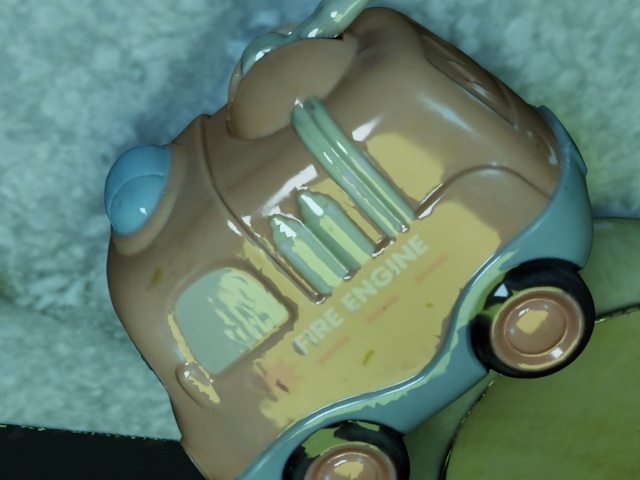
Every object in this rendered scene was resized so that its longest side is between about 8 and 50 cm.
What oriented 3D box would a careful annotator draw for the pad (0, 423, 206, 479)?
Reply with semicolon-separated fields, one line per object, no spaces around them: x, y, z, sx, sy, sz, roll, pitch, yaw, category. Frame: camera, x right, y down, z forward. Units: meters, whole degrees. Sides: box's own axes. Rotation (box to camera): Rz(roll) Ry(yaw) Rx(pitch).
-0.219;0.266;1.059;0.248;0.007;0.367;8;121;-20;pad

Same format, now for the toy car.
0.000;0.000;0.841;0.270;0.180;0.212;-41;114;13;toy car

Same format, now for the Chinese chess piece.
0.175;0.108;1.000;0.257;0.104;0.257;-8;126;-11;Chinese chess piece
